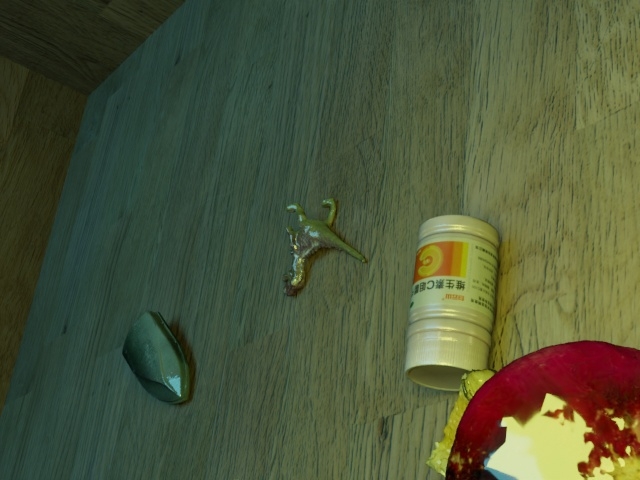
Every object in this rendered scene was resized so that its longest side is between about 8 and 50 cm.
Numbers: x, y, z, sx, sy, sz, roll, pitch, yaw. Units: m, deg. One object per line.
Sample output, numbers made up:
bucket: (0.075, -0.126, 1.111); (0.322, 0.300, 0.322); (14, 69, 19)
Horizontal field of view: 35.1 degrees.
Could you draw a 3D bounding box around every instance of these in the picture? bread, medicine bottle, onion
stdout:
bread: (0.244, 0.262, 1.367); (0.169, 0.140, 0.160); (21, 99, 57)
medicine bottle: (0.204, 0.096, 1.565); (0.133, 0.133, 0.249); (-23, 51, 51)
onion: (0.301, 0.293, 1.137); (0.385, 0.348, 0.347); (89, -164, -74)

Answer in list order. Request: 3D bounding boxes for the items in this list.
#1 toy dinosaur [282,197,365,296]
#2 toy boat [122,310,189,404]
toy dinosaur: (0.003, 0.002, 2.053); (0.251, 0.072, 0.199); (-24, 59, 34)
toy boat: (-0.382, 0.293, 2.428); (0.141, 0.092, 0.319); (-59, 37, 10)
